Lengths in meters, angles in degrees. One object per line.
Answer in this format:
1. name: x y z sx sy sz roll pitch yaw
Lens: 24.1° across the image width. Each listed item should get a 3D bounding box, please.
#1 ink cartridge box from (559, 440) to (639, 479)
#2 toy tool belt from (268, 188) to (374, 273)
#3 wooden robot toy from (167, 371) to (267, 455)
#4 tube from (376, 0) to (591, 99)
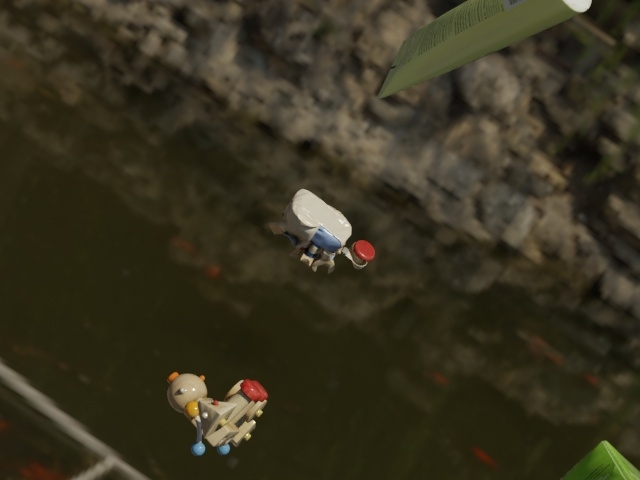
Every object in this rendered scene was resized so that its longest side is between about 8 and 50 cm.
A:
1. ink cartridge box: 0.278 0.367 1.564 0.189 0.255 0.097 42 9 -18
2. toy tool belt: 0.000 0.000 1.239 0.083 0.051 0.052 38 43 -5
3. wooden robot toy: -0.099 0.141 1.345 0.079 0.076 0.173 41 1 12
4. tube: 0.153 -0.207 1.457 0.070 0.240 0.062 -10 81 -47
